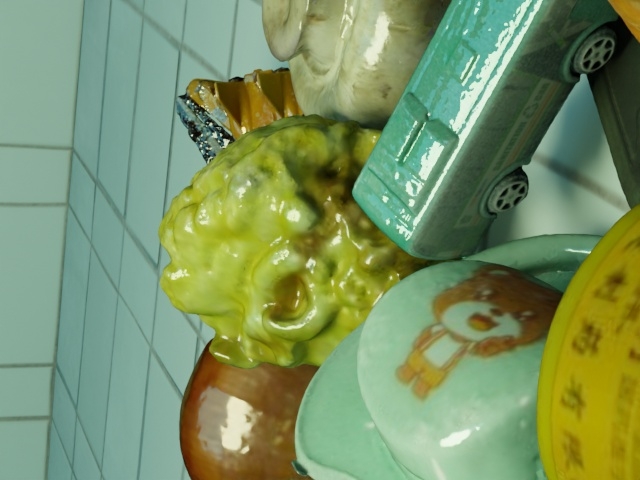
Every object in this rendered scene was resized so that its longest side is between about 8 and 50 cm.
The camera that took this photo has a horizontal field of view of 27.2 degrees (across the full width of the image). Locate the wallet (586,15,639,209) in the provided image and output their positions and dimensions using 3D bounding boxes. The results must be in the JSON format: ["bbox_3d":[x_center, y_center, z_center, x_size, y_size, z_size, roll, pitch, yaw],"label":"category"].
[{"bbox_3d":[0.227,-0.143,0.860,0.168,0.052,0.245,125,143,-49],"label":"wallet"}]

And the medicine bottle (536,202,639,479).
[{"bbox_3d":[0.269,0.097,0.510,0.384,0.224,0.224,-159,71,-66],"label":"medicine bottle"}]

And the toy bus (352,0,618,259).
[{"bbox_3d":[0.115,-0.103,0.891,0.091,0.109,0.262,47,125,32],"label":"toy bus"}]

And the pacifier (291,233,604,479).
[{"bbox_3d":[0.149,0.144,0.871,0.269,0.288,0.343,63,172,-33],"label":"pacifier"}]

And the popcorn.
[{"bbox_3d":[0.000,0.000,1.081,0.286,0.174,0.225,4,131,31],"label":"popcorn"}]

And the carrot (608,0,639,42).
[{"bbox_3d":[0.212,-0.122,0.633,0.159,0.225,0.159,-19,64,45],"label":"carrot"}]

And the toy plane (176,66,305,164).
[{"bbox_3d":[-0.039,-0.034,1.443,0.103,0.204,0.316,-36,-65,-67],"label":"toy plane"}]

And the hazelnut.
[{"bbox_3d":[-0.052,0.198,1.380,0.214,0.176,0.214,18,119,35],"label":"hazelnut"}]

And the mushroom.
[{"bbox_3d":[0.044,-0.192,1.137,0.255,0.184,0.255,27,121,59],"label":"mushroom"}]
